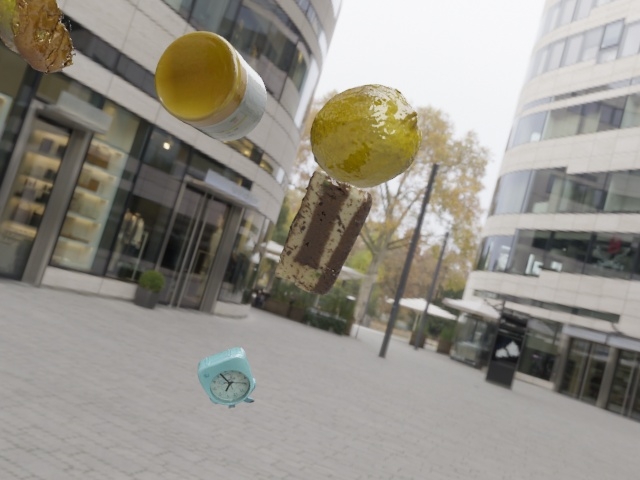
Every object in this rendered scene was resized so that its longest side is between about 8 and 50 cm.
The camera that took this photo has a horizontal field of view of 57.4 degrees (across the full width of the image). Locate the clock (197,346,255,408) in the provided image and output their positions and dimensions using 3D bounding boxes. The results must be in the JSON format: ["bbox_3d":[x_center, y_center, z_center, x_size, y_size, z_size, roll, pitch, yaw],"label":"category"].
[{"bbox_3d":[-0.192,0.307,1.249,0.108,0.147,0.045,-19,24,-3],"label":"clock"}]

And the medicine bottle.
[{"bbox_3d":[-0.291,-0.408,1.587,0.238,0.238,0.232,15,-2,15],"label":"medicine bottle"}]

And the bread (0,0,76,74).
[{"bbox_3d":[-0.722,-0.533,1.441,0.160,0.147,0.260,31,-31,14],"label":"bread"}]

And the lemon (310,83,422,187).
[{"bbox_3d":[0.085,-0.196,1.108,0.231,0.192,0.192,-19,-26,33],"label":"lemon"}]

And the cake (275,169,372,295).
[{"bbox_3d":[0.000,0.001,0.957,0.112,0.135,0.246,22,-18,-3],"label":"cake"}]
